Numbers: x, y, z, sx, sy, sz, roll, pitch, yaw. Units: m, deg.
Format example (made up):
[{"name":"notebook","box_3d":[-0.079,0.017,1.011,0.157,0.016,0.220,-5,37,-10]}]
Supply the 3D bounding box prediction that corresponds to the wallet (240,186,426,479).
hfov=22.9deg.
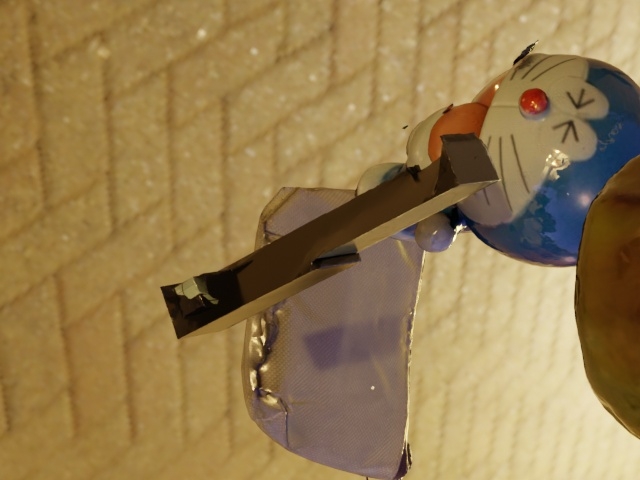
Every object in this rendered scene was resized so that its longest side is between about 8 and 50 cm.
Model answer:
[{"name":"wallet","box_3d":[0.021,0.096,1.698,0.275,0.068,0.335,18,75,-47]}]

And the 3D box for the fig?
[{"name":"fig","box_3d":[0.177,0.029,0.681,0.165,0.154,0.144,114,-17,-60]}]

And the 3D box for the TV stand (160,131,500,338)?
[{"name":"TV stand","box_3d":[0.000,0.000,1.020,0.256,0.040,0.049,-28,168,38]}]

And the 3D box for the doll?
[{"name":"doll","box_3d":[0.144,-0.065,1.220,0.161,0.257,0.215,49,59,-25]}]
